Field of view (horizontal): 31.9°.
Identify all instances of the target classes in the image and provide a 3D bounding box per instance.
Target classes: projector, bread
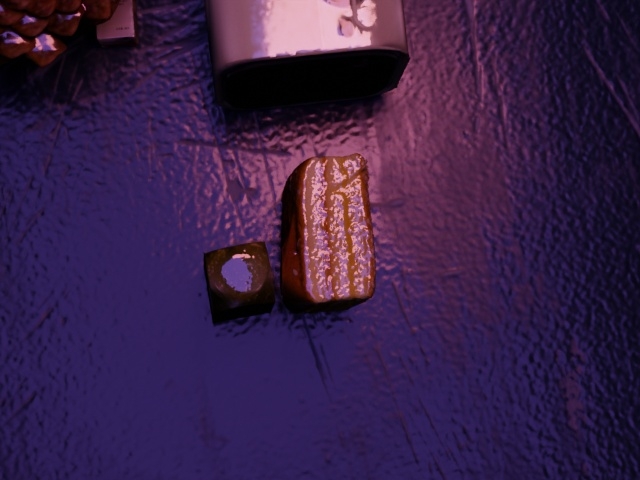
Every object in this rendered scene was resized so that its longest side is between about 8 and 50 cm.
[{"bbox_3d":[-0.027,-0.320,1.448,0.248,0.248,0.249,-5,83,-4],"label":"projector"},{"bbox_3d":[0.000,0.000,1.417,0.110,0.234,0.184,-1,82,-6],"label":"bread"}]

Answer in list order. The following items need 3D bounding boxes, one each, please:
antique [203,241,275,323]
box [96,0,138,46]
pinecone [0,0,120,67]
[{"bbox_3d":[-0.105,0.054,1.410,0.081,0.221,0.080,-11,84,-6],"label":"antique"},{"bbox_3d":[-0.286,-0.377,1.544,0.055,0.039,0.218,-6,83,-3],"label":"box"},{"bbox_3d":[-0.405,-0.427,1.399,0.384,0.384,0.385,0,83,-4],"label":"pinecone"}]
